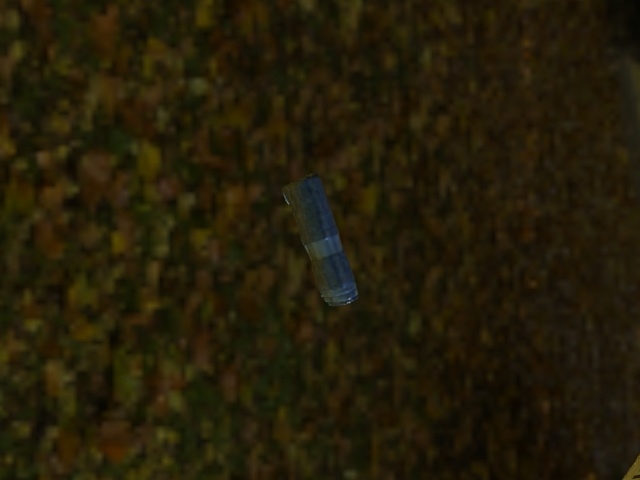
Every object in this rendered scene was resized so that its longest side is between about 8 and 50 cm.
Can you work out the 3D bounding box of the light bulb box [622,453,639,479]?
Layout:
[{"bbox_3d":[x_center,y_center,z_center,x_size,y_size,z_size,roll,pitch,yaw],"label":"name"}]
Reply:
[{"bbox_3d":[0.461,0.307,1.677,0.361,0.358,0.225,-42,110,-47],"label":"light bulb box"}]

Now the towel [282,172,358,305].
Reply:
[{"bbox_3d":[0.000,0.000,1.576,0.067,0.029,0.119,173,-101,-79],"label":"towel"}]
